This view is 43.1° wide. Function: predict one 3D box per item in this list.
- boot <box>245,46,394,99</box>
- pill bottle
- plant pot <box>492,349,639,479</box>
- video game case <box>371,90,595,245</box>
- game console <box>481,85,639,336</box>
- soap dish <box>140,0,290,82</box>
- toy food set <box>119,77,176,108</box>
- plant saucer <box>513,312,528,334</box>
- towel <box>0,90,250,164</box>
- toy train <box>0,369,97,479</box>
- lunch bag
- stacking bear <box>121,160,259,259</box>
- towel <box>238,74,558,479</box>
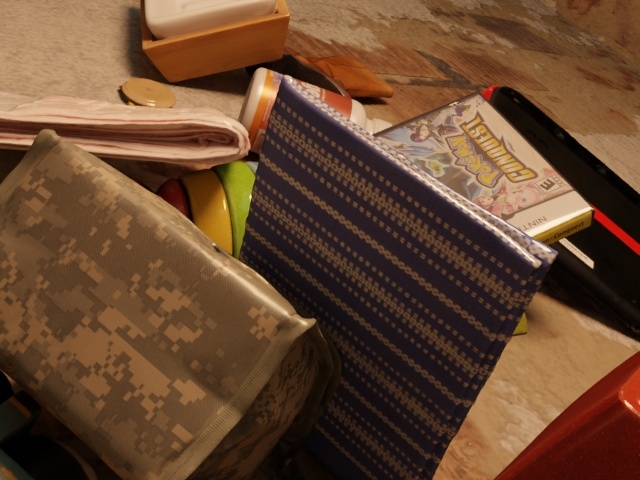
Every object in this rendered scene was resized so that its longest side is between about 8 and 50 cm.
[{"bbox_3d":[0.038,-0.256,1.432,0.264,0.096,0.280,34,24,30],"label":"boot"},{"bbox_3d":[-0.010,-0.163,1.189,0.216,0.121,0.121,17,31,-12],"label":"pill bottle"},{"bbox_3d":[0.290,0.233,0.673,0.267,0.236,0.267,40,34,24],"label":"plant pot"},{"bbox_3d":[0.171,-0.069,1.057,0.248,0.035,0.275,-24,50,-10],"label":"video game case"},{"bbox_3d":[0.374,-0.059,1.257,0.386,0.060,0.342,38,40,-7],"label":"game console"},{"bbox_3d":[-0.178,-0.378,1.338,0.228,0.118,0.291,-14,39,-3],"label":"soap dish"},{"bbox_3d":[-0.255,-0.215,1.198,0.082,0.020,0.083,9,34,-24],"label":"toy food set"},{"bbox_3d":[0.162,0.049,1.054,0.188,0.045,0.188,-2,39,-37],"label":"plant saucer"},{"bbox_3d":[-0.246,-0.128,0.871,0.317,0.053,0.332,4,10,-11],"label":"towel"},{"bbox_3d":[-0.275,0.194,0.460,0.190,0.142,0.334,41,31,4],"label":"toy train"},{"bbox_3d":[-0.117,0.078,0.634,0.235,0.169,0.287,36,-10,15],"label":"lunch bag"},{"bbox_3d":[-0.117,-0.012,0.853,0.289,0.164,0.175,-5,9,-21],"label":"stacking bear"},{"bbox_3d":[0.027,0.066,0.659,0.243,0.336,0.040,37,45,23],"label":"towel"}]
